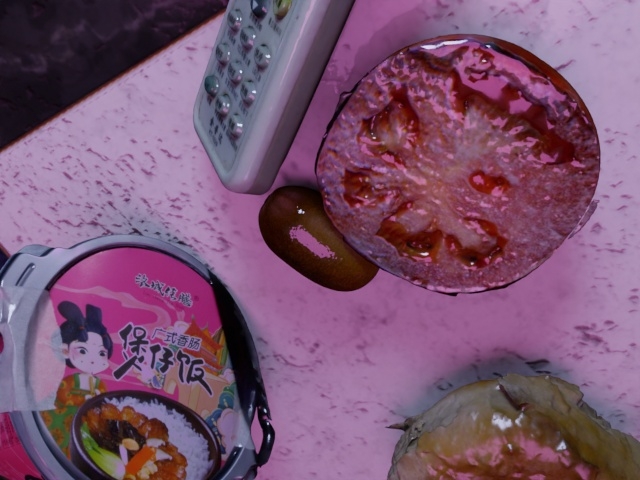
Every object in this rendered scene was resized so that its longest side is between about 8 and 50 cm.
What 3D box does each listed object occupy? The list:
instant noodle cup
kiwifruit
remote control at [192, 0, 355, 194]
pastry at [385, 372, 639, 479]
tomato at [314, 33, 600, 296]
[{"bbox_3d":[-0.210,0.141,0.673,0.182,0.258,0.302,-25,112,37],"label":"instant noodle cup"},{"bbox_3d":[0.000,0.000,0.642,0.124,0.075,0.075,34,119,-14],"label":"kiwifruit"},{"bbox_3d":[-0.009,-0.194,0.511,0.066,0.128,0.335,6,126,-31],"label":"remote control"},{"bbox_3d":[0.196,0.244,0.722,0.257,0.120,0.235,29,123,-10],"label":"pastry"},{"bbox_3d":[0.109,-0.064,0.581,0.225,0.085,0.224,5,123,7],"label":"tomato"}]
